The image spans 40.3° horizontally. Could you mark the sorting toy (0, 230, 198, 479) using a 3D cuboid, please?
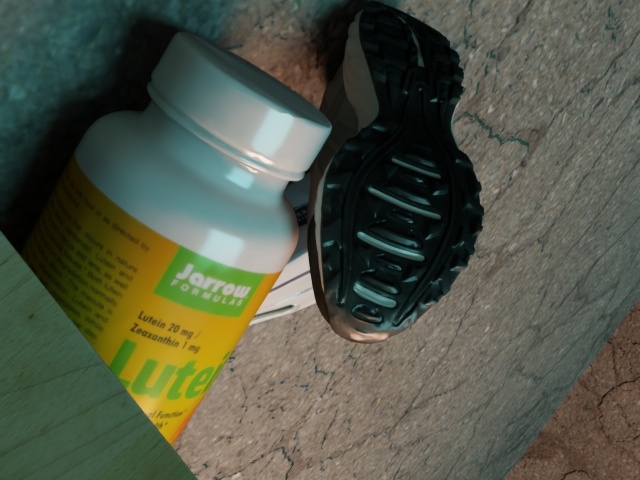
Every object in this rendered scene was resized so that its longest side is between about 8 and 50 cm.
[{"bbox_3d":[-0.207,0.131,0.394,0.257,0.255,0.089,-38,-177,-16],"label":"sorting toy"}]

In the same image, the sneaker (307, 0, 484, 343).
[{"bbox_3d":[0.038,-0.039,0.572,0.272,0.100,0.108,-81,-161,-44],"label":"sneaker"}]

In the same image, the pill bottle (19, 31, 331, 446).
[{"bbox_3d":[-0.098,0.011,0.512,0.136,0.136,0.246,8,118,-58],"label":"pill bottle"}]

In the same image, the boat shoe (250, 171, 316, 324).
[{"bbox_3d":[0.000,0.000,0.707,0.258,0.095,0.084,-17,143,-30],"label":"boat shoe"}]
